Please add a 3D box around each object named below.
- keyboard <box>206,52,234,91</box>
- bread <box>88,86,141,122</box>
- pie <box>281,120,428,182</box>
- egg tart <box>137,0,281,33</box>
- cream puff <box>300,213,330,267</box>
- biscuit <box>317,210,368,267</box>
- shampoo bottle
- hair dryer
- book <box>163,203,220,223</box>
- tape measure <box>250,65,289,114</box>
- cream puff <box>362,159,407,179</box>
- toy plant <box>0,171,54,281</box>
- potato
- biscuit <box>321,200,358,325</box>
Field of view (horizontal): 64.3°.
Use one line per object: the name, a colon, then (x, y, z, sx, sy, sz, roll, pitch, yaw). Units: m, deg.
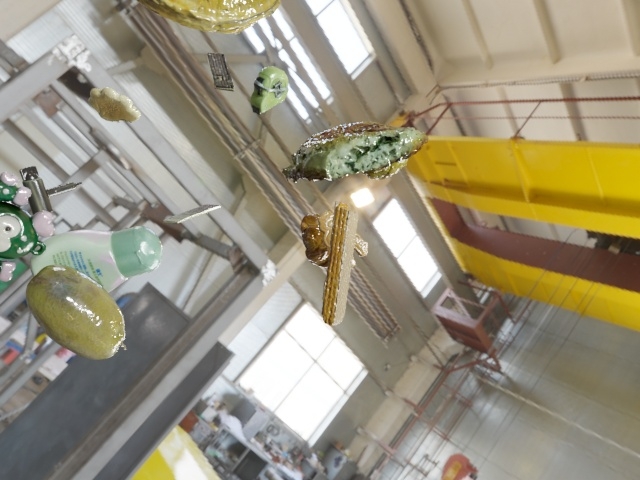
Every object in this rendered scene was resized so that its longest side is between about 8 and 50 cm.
keyboard: (-0.488, -0.832, 2.498, 0.027, 0.106, 0.317, 112, -32, -43)
bread: (-0.931, -0.600, 2.265, 0.251, 0.039, 0.182, 6, -31, 25)
pie: (0.077, -0.215, 1.199, 0.288, 0.355, 0.103, -107, -178, -72)
egg tart: (-0.299, -0.745, 1.347, 0.443, 0.443, 0.178, 39, -34, 6)
cream puff: (0.000, 0.000, 2.255, 0.155, 0.241, 0.269, -11, 0, 23)
biscuit: (0.083, -0.012, 2.011, 0.236, 0.144, 0.040, 51, -23, -2)
shampoo bottle: (-0.645, 0.058, 1.508, 0.151, 0.349, 0.222, -114, -171, -61)
hair dryer: (-1.123, -0.234, 2.150, 0.078, 0.248, 0.195, 3, -68, 29)
book: (-0.470, -0.098, 1.864, 0.127, 0.182, 0.014, 6, -64, 51)
tape measure: (-0.214, -0.667, 2.231, 0.106, 0.200, 0.175, 35, -36, 28)
cream puff: (0.276, -0.383, 2.268, 0.244, 0.244, 0.196, 32, -9, 28)
toy plant: (-0.791, -0.029, 1.245, 0.112, 0.232, 0.243, 29, -27, 56)
potato: (-0.533, 0.166, 1.127, 0.251, 0.159, 0.174, 45, -2, -17)
biscuit: (0.060, 0.073, 1.578, 0.054, 0.378, 0.094, 7, -2, 24)
